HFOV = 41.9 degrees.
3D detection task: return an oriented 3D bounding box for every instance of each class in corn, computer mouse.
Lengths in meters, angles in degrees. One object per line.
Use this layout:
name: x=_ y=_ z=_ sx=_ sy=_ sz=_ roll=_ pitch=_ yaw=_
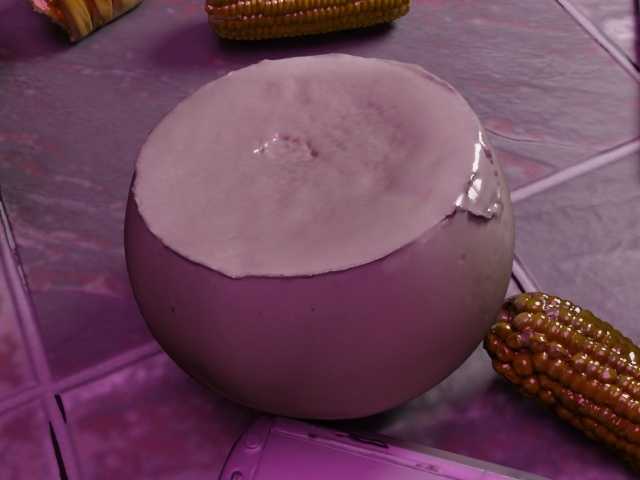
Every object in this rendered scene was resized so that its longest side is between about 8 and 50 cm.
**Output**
corn: x=0.264 y=0.143 z=0.652 sx=0.319 sy=0.097 sz=0.097 roll=35 pitch=64 yaw=23
computer mouse: x=0.070 y=0.223 z=0.621 sx=0.310 sy=0.072 sz=0.158 roll=12 pitch=54 yaw=13
corn: x=-0.015 y=-0.288 z=0.980 sx=0.244 sy=0.093 sz=0.093 roll=-5 pitch=54 yaw=0

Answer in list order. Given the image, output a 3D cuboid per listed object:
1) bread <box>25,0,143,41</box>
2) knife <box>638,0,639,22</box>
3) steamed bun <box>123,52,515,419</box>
bread: x=-0.290 y=-0.323 z=1.035 sx=0.119 sy=0.084 sz=0.177 roll=38 pitch=61 yaw=26
knife: x=0.392 y=-0.215 z=0.938 sx=0.061 sy=0.027 sz=0.343 roll=3 pitch=52 yaw=12
steamed bun: x=0.000 y=0.000 z=0.698 sx=0.324 sy=0.206 sz=0.324 roll=-7 pitch=44 yaw=7
